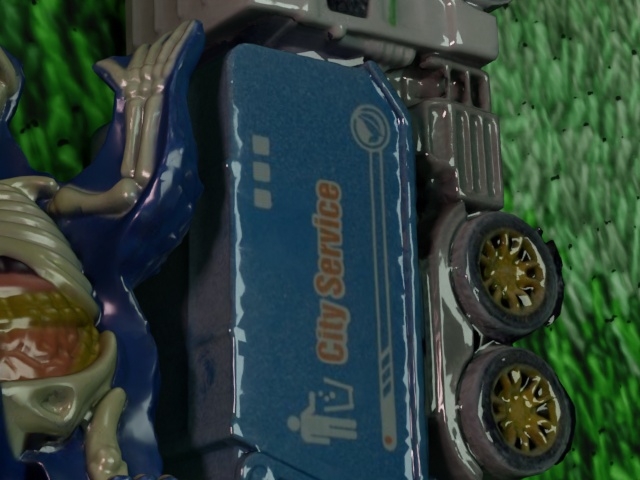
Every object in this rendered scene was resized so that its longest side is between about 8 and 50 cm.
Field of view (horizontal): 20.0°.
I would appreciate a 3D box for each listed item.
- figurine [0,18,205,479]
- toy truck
[{"bbox_3d":[-0.129,0.022,0.704,0.164,0.120,0.262,2,60,-6],"label":"figurine"},{"bbox_3d":[0.000,0.000,0.806,0.175,0.146,0.367,12,67,-36],"label":"toy truck"}]
